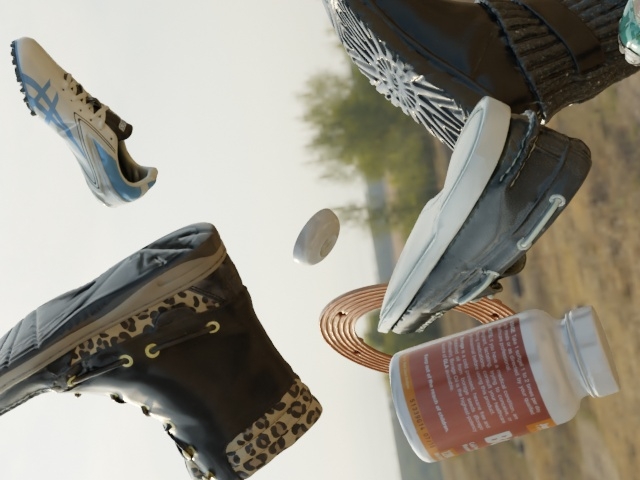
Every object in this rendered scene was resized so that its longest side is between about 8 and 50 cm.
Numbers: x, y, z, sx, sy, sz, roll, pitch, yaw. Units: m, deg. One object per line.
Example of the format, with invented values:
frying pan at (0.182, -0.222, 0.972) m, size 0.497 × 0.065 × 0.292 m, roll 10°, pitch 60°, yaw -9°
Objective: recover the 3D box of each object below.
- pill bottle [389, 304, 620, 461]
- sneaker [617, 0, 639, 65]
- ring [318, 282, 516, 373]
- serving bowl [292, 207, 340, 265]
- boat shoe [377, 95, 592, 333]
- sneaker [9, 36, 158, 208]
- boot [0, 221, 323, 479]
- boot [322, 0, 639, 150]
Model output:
pill bottle at (0.189, 0.142, 1.389) m, size 0.121 × 0.216 × 0.121 m, roll -19°, pitch -90°, yaw -75°
sneaker at (0.411, -0.250, 1.286) m, size 0.121 × 0.302 × 0.108 m, roll 119°, pitch 129°, yaw -72°
ring at (0.164, 0.140, 2.160) m, size 0.336 × 0.336 × 0.032 m, roll 75°, pitch -161°, yaw -58°
serving bowl at (0.000, 0.000, 1.771) m, size 0.083 × 0.027 × 0.083 m, roll -43°, pitch -28°, yaw -30°
boat shoe at (0.121, 0.004, 1.077) m, size 0.302 × 0.091 × 0.114 m, roll 115°, pitch 174°, yaw -63°
sneaker at (-0.273, -0.143, 1.571) m, size 0.237 × 0.086 × 0.085 m, roll 56°, pitch -166°, yaw -27°
boot at (-0.209, 0.178, 1.595) m, size 0.284 × 0.377 × 0.138 m, roll 55°, pitch -171°, yaw -22°
boot at (0.186, -0.249, 1.536) m, size 0.348 × 0.260 × 0.131 m, roll 45°, pitch 165°, yaw 26°
